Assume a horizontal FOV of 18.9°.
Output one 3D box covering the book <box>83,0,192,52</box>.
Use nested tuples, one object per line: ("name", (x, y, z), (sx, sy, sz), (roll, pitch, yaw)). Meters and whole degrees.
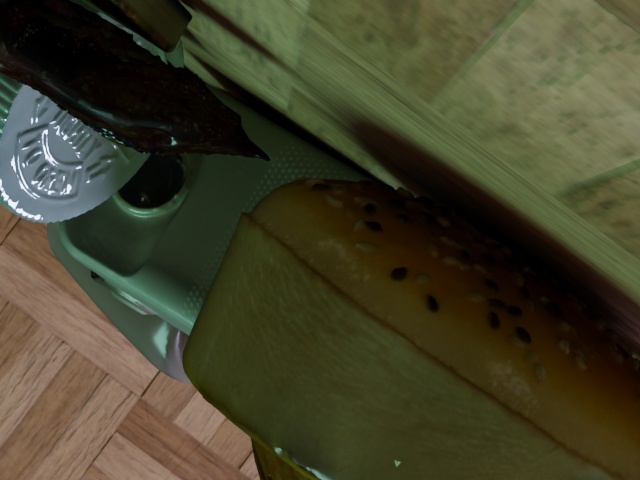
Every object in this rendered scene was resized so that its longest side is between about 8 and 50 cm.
("book", (-0.239, -0.239, 0.933), (0.300, 0.039, 0.428), (36, 178, 19))

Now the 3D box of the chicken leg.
("chicken leg", (-0.137, -0.103, 1.027), (0.234, 0.063, 0.105), (32, -177, -29))

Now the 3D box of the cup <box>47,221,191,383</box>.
("cup", (-0.105, 0.013, 1.849), (0.253, 0.191, 0.200), (-8, -138, -40))

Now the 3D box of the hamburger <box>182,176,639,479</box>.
("hamburger", (0.065, 0.081, 1.080), (0.300, 0.176, 0.300), (38, 178, 2))

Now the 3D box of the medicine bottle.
("medicine bottle", (-0.252, -0.155, 1.242), (0.318, 0.158, 0.158), (36, 177, 27))

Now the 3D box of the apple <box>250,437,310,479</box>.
("apple", (0.061, 0.166, 1.708), (0.264, 0.264, 0.264), (36, 177, 2))

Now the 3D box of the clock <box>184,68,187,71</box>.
("clock", (-0.182, -0.139, 1.558), (0.325, 0.067, 0.325), (37, 177, 3))

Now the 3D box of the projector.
("projector", (-0.053, 0.002, 1.340), (0.242, 0.163, 0.177), (32, 174, 25))
